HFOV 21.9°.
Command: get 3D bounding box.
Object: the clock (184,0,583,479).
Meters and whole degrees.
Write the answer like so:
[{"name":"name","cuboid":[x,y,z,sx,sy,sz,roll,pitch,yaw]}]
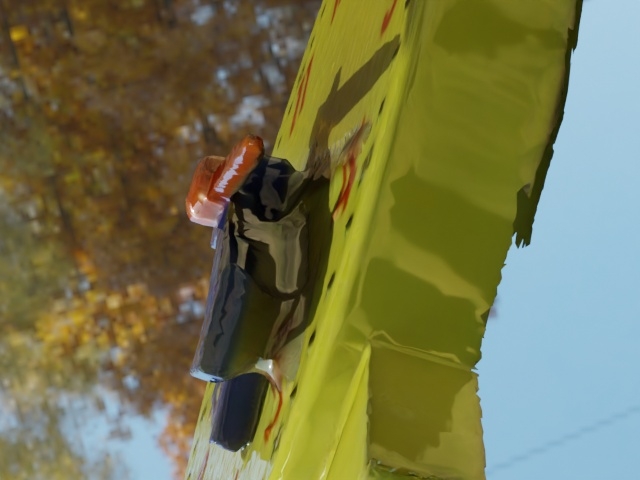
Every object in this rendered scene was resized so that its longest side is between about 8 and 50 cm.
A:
[{"name":"clock","cuboid":[-0.004,-0.002,0.469,0.071,0.277,0.293,18,-133,-6]}]
